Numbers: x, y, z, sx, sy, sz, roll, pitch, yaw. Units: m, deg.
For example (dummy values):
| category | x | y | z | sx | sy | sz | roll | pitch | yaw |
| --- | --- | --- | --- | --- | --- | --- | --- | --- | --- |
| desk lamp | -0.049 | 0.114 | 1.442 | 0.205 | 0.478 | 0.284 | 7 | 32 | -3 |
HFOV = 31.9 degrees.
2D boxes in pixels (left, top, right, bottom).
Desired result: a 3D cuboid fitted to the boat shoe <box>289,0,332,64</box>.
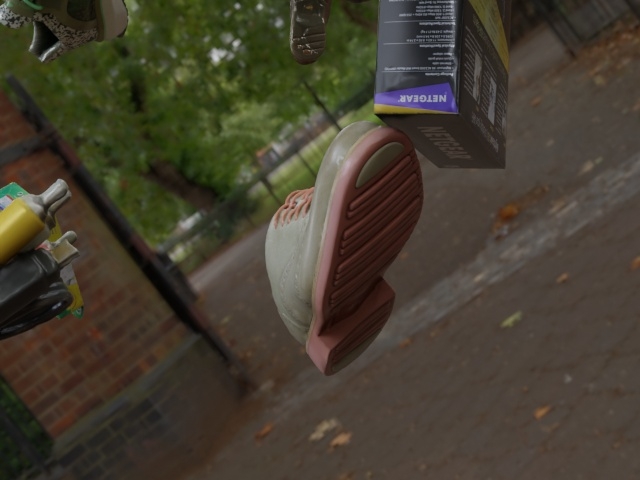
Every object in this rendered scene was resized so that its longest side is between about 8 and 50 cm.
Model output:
| category | x | y | z | sx | sy | sz | roll | pitch | yaw |
| --- | --- | --- | --- | --- | --- | --- | --- | --- | --- |
| boat shoe | -0.016 | -0.338 | 1.612 | 0.060 | 0.064 | 0.178 | 140 | 138 | -78 |

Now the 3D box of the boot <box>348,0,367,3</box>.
| category | x | y | z | sx | sy | sz | roll | pitch | yaw |
| --- | --- | --- | --- | --- | --- | --- | --- | --- | --- |
| boot | -0.031 | -0.324 | 1.253 | 0.082 | 0.219 | 0.106 | 5 | 55 | 54 |

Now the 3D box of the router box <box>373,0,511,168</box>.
| category | x | y | z | sx | sy | sz | roll | pitch | yaw |
| --- | --- | --- | --- | --- | --- | --- | --- | --- | --- |
| router box | 0.131 | -0.213 | 1.113 | 0.081 | 0.242 | 0.309 | 1 | -6 | 17 |

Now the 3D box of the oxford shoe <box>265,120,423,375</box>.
| category | x | y | z | sx | sy | sz | roll | pitch | yaw |
| --- | --- | --- | --- | --- | --- | --- | --- | --- | --- |
| oxford shoe | 0.000 | 0.000 | 1.146 | 0.140 | 0.146 | 0.397 | -36 | -22 | -27 |

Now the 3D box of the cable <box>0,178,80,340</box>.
| category | x | y | z | sx | sy | sz | roll | pitch | yaw |
| --- | --- | --- | --- | --- | --- | --- | --- | --- | --- |
| cable | -0.307 | 0.063 | 0.898 | 0.287 | 0.072 | 0.139 | -34 | -20 | -20 |

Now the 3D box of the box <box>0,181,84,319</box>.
| category | x | y | z | sx | sy | sz | roll | pitch | yaw |
| --- | --- | --- | --- | --- | --- | --- | --- | --- | --- |
| box | -0.362 | 0.023 | 1.443 | 0.043 | 0.179 | 0.105 | -35 | 46 | -27 |

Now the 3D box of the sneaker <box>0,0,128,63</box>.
| category | x | y | z | sx | sy | sz | roll | pitch | yaw |
| --- | --- | --- | --- | --- | --- | --- | --- | --- | --- |
| sneaker | -0.419 | -0.398 | 1.717 | 0.182 | 0.158 | 0.410 | -44 | -20 | -15 |
